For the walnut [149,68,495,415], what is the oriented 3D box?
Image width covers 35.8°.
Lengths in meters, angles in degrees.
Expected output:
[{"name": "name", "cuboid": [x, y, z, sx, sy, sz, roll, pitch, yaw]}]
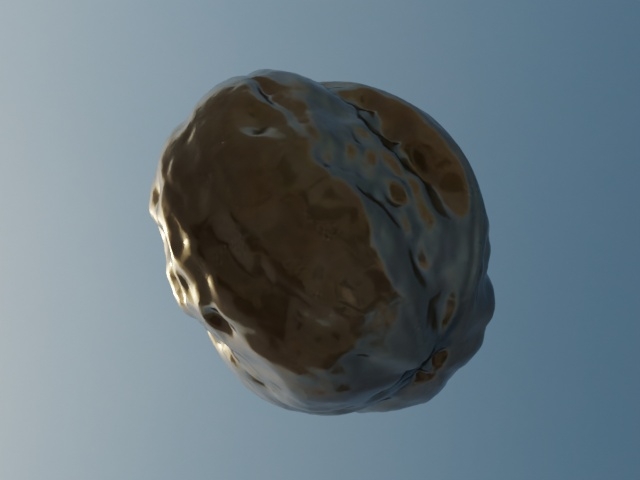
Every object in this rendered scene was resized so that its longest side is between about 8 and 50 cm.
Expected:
[{"name": "walnut", "cuboid": [0.002, 0.000, 0.735, 0.273, 0.273, 0.227, 59, -40, 34]}]
